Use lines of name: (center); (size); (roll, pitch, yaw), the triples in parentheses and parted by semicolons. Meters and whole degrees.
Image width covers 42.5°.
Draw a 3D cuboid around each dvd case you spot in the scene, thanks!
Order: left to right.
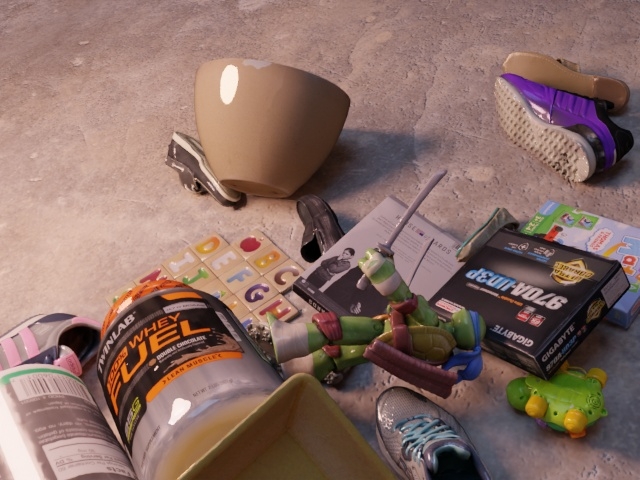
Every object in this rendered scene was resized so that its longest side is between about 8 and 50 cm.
dvd case: (0.101, 0.049, 1.245); (0.179, 0.029, 0.238); (37, 58, 20)

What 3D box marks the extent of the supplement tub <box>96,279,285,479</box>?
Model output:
supplement tub: (-0.165, 0.194, 1.056); (0.207, 0.207, 0.338); (-30, 33, -14)

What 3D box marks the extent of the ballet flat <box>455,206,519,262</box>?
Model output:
ballet flat: (0.261, -0.004, 1.253); (0.052, 0.057, 0.168); (38, 42, 12)

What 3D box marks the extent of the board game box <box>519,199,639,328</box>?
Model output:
board game box: (0.389, 0.028, 1.209); (0.211, 0.039, 0.160); (24, 55, 37)

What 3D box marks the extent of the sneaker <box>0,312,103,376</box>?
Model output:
sneaker: (-0.430, 0.195, 1.203); (0.131, 0.112, 0.319); (-2, 25, 19)

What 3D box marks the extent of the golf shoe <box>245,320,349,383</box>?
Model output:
golf shoe: (-0.025, 0.153, 1.212); (0.176, 0.069, 0.086); (18, 35, 28)

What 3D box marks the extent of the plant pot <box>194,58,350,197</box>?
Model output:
plant pot: (-0.103, -0.184, 1.483); (0.284, 0.284, 0.191); (7, 81, 26)

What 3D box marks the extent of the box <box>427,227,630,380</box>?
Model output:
box: (0.271, 0.076, 1.105); (0.175, 0.051, 0.220); (-43, 31, -15)

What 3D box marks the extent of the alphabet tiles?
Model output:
alphabet tiles: (-0.202, 0.106, 1.354); (0.342, 0.011, 0.285); (-33, 42, -17)

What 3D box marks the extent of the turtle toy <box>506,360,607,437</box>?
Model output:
turtle toy: (0.294, 0.199, 1.030); (0.130, 0.066, 0.095); (15, 49, 33)

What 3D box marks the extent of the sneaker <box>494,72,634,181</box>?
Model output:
sneaker: (0.424, -0.211, 1.430); (0.146, 0.102, 0.293); (-23, 45, -13)

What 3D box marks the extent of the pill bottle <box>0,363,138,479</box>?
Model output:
pill bottle: (-0.317, 0.329, 0.996); (0.204, 0.204, 0.361); (-32, 42, -16)

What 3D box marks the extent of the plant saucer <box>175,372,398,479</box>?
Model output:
plant saucer: (-0.041, 0.365, 0.844); (0.333, 0.333, 0.081); (-39, 0, -24)

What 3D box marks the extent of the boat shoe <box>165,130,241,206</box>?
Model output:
boat shoe: (-0.229, -0.124, 1.590); (0.233, 0.084, 0.079); (44, 107, 39)

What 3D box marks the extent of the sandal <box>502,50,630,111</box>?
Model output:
sandal: (0.462, -0.292, 1.535); (0.240, 0.088, 0.079); (23, 23, 29)

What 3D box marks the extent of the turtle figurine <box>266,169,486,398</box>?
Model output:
turtle figurine: (0.063, 0.080, 1.077); (0.266, 0.275, 0.198); (-15, -1, -3)

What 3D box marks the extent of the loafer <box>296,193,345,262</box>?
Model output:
loafer: (0.000, 0.000, 1.350); (0.078, 0.076, 0.223); (-19, 43, -13)

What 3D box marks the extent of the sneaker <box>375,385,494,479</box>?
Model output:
sneaker: (0.148, 0.257, 0.973); (0.110, 0.122, 0.283); (-27, 40, -10)
